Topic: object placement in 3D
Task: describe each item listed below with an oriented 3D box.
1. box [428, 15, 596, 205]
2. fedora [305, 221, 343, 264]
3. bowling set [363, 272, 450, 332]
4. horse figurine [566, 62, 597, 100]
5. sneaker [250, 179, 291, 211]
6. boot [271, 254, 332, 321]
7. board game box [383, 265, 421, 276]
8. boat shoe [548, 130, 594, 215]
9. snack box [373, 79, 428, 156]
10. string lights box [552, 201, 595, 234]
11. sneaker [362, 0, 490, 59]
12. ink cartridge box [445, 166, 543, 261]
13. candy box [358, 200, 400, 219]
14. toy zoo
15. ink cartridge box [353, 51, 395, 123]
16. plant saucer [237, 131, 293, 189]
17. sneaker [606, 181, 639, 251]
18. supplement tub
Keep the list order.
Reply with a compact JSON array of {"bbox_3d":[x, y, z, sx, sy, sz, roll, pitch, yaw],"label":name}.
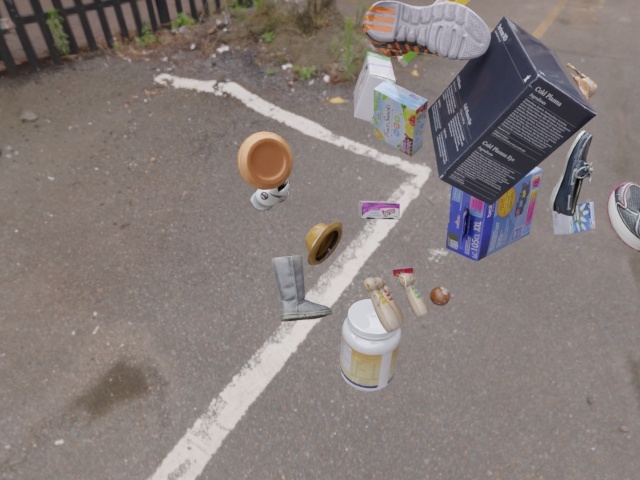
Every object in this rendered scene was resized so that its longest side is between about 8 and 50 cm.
[{"bbox_3d":[0.454,-0.328,1.075,0.179,0.312,0.343,22,45,-16],"label":"box"},{"bbox_3d":[0.000,0.000,1.546,0.079,0.194,0.194,37,51,26],"label":"fedora"},{"bbox_3d":[0.248,0.145,1.198,0.200,0.287,0.154,-27,79,7],"label":"bowling set"},{"bbox_3d":[0.851,-0.520,1.397,0.263,0.066,0.174,-18,65,-45],"label":"horse figurine"},{"bbox_3d":[-0.175,-0.238,1.802,0.122,0.146,0.330,41,27,-9],"label":"sneaker"},{"bbox_3d":[-0.060,0.152,1.371,0.190,0.076,0.208,2,67,-23],"label":"boot"},{"bbox_3d":[0.324,0.123,1.638,0.133,0.033,0.169,-8,-4,24],"label":"board game box"},{"bbox_3d":[0.774,-0.199,1.270,0.095,0.254,0.079,-2,23,-43],"label":"boat shoe"},{"bbox_3d":[0.264,-0.409,1.414,0.070,0.207,0.174,-42,63,-19],"label":"snack box"},{"bbox_3d":[1.208,-0.108,2.003,0.260,0.133,0.077,-9,4,-34],"label":"string lights box"},{"bbox_3d":[0.273,-0.544,1.107,0.321,0.124,0.180,16,14,3],"label":"sneaker"},{"bbox_3d":[0.595,-0.104,1.493,0.396,0.270,0.151,-20,32,-30],"label":"ink cartridge box"},{"bbox_3d":[0.248,-0.133,1.817,0.159,0.071,0.233,1,8,2],"label":"candy box"},{"bbox_3d":[0.348,-0.674,1.275,0.030,0.293,0.192,36,33,-21],"label":"toy zoo"},{"bbox_3d":[0.227,-0.664,1.823,0.117,0.201,0.278,14,41,-8],"label":"ink cartridge box"},{"bbox_3d":[-0.183,-0.272,1.440,0.200,0.199,0.037,-20,19,-23],"label":"plant saucer"},{"bbox_3d":[0.745,-0.009,0.892,0.121,0.112,0.299,-20,63,-8],"label":"sneaker"},{"bbox_3d":[0.196,0.412,1.661,0.228,0.316,0.228,1,32,-1],"label":"supplement tub"}]
